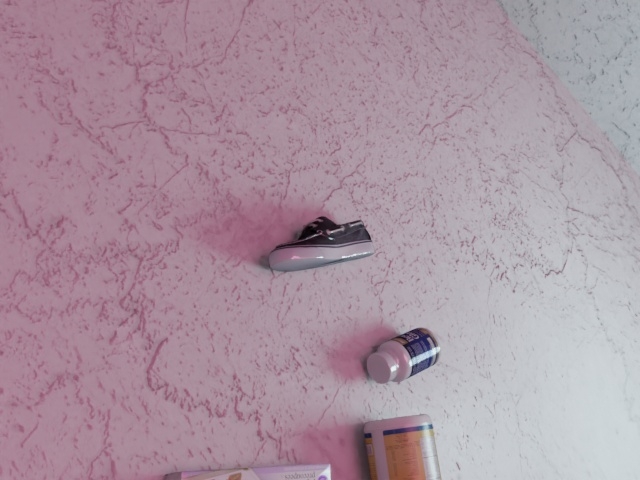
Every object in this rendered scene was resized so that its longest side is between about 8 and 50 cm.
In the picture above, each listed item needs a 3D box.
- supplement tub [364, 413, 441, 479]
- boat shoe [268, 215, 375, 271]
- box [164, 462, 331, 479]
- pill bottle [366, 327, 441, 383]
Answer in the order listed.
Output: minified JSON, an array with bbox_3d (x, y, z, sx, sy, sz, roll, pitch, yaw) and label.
[{"bbox_3d":[0.172,0.466,1.510,0.144,0.144,0.199,5,71,-39],"label":"supplement tub"},{"bbox_3d":[0.000,0.000,1.570,0.301,0.108,0.102,-8,79,-44],"label":"boat shoe"},{"bbox_3d":[-0.123,0.442,1.322,0.324,0.067,0.063,10,68,-37],"label":"box"},{"bbox_3d":[0.184,0.259,1.633,0.169,0.094,0.094,-16,84,-43],"label":"pill bottle"}]
